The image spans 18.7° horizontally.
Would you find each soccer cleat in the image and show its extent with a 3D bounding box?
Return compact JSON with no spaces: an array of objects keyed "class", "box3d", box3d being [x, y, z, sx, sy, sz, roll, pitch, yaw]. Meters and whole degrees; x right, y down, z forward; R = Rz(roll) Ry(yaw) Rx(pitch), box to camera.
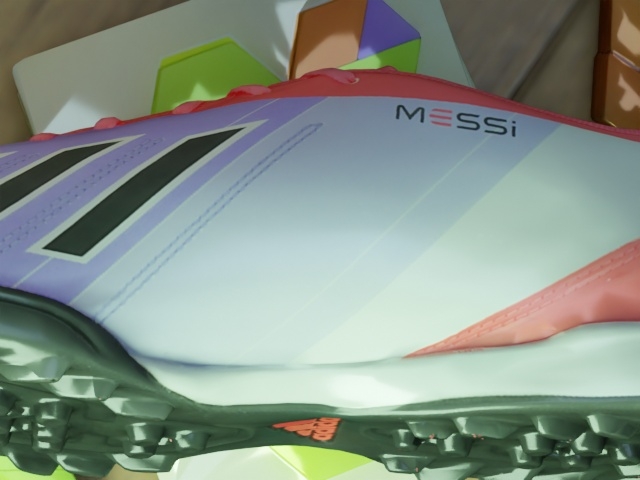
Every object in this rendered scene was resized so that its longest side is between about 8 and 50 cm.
[{"class":"soccer cleat","box3d":[-0.024,0.002,0.548,0.318,0.108,0.116,4,68,-8]}]

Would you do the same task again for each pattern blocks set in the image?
[{"class":"pattern blocks set","box3d":[0.000,0.000,0.607,0.285,0.026,0.325,-36,97,-8]}]
